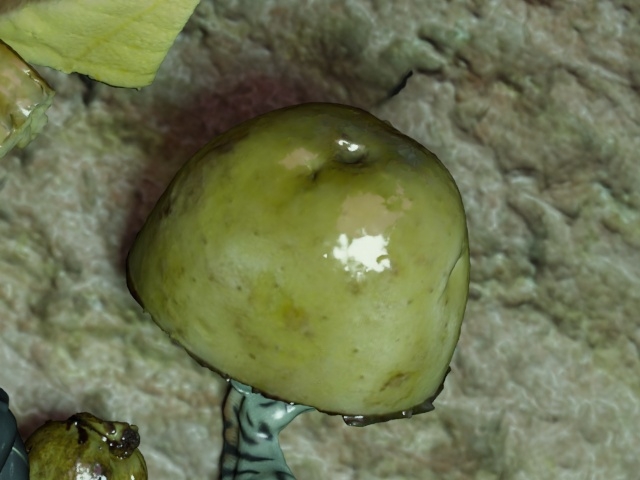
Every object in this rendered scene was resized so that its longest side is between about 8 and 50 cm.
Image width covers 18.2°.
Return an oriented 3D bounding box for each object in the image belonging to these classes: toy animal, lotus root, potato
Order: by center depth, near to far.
[{"bbox_3d":[-0.201,0.227,1.558,0.108,0.094,0.190,25,77,-28],"label":"lotus root"},{"bbox_3d":[0.000,0.000,1.592,0.285,0.242,0.242,34,67,14],"label":"potato"},{"bbox_3d":[-0.035,0.242,1.608,0.170,0.090,0.255,20,60,9],"label":"toy animal"}]

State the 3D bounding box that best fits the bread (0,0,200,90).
[{"bbox_3d":[-0.173,-0.257,1.614,0.163,0.264,0.167,14,66,-15],"label":"bread"}]

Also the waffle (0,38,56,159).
[{"bbox_3d":[-0.405,-0.089,1.462,0.304,0.077,0.348,43,67,0],"label":"waffle"}]

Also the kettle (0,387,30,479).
[{"bbox_3d":[-0.299,0.235,1.431,0.207,0.268,0.290,30,67,-13],"label":"kettle"}]
